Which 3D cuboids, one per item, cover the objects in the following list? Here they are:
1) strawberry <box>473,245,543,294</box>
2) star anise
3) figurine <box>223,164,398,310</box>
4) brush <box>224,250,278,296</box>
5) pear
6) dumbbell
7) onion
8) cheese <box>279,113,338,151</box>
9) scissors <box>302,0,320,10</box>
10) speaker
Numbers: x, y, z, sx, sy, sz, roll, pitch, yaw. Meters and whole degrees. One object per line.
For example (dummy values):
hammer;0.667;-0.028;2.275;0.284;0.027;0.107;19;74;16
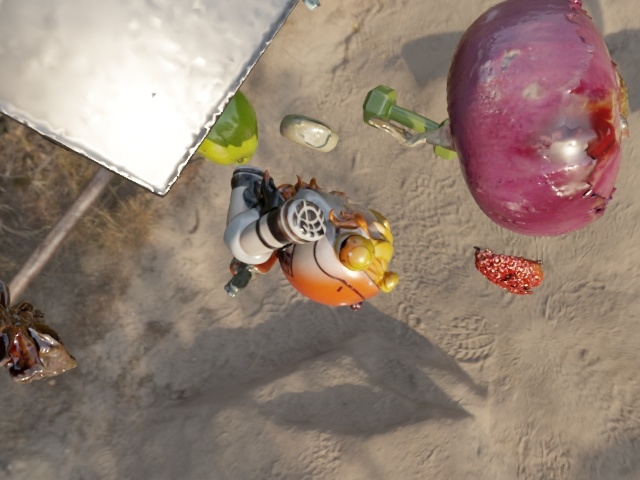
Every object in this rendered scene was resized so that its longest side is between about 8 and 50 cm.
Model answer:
strawberry;0.386;0.067;1.241;0.121;0.188;0.082;4;82;53
star anise;-0.480;0.124;0.863;0.099;0.214;0.220;-44;82;-7
figurine;-0.004;0.003;1.030;0.196;0.323;0.320;-59;34;8
brush;-0.118;0.024;1.091;0.051;0.323;0.070;-40;99;22
pear;-0.243;-0.281;1.468;0.188;0.219;0.187;-14;34;10
dumbbell;0.263;-0.330;1.634;0.302;0.121;0.108;29;129;18
onion;0.311;-0.177;0.907;0.345;0.358;0.358;-22;71;51
cheese;-0.047;-0.319;1.733;0.163;0.286;0.082;19;97;-14
scissors;-0.066;-0.478;0.926;0.029;0.193;0.447;-47;44;31
speaker;-0.155;-0.202;0.484;0.232;0.184;0.254;-53;34;10
